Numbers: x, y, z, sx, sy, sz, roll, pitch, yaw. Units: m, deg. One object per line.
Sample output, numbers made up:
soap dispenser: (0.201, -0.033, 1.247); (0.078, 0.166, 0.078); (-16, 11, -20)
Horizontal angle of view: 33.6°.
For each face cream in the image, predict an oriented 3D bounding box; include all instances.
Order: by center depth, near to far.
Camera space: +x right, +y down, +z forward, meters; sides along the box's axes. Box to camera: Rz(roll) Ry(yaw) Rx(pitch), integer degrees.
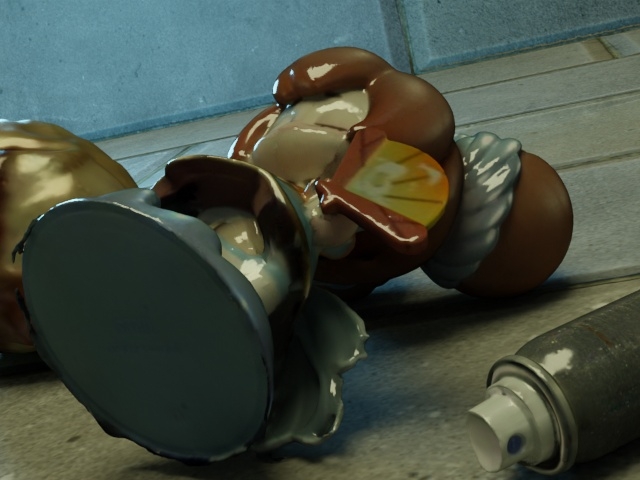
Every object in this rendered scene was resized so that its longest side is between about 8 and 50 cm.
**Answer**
face cream: (0.202, 0.059, 0.607); (0.284, 0.073, 0.073); (-20, 15, -26)

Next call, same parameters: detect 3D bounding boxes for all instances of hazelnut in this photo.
hazelnut: (-0.273, 0.009, 1.004); (0.261, 0.241, 0.261); (15, 21, -6)

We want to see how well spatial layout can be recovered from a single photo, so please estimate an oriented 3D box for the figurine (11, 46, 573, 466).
figurine: (0.001, -0.001, 0.775); (0.277, 0.248, 0.388); (-1, 27, 32)
